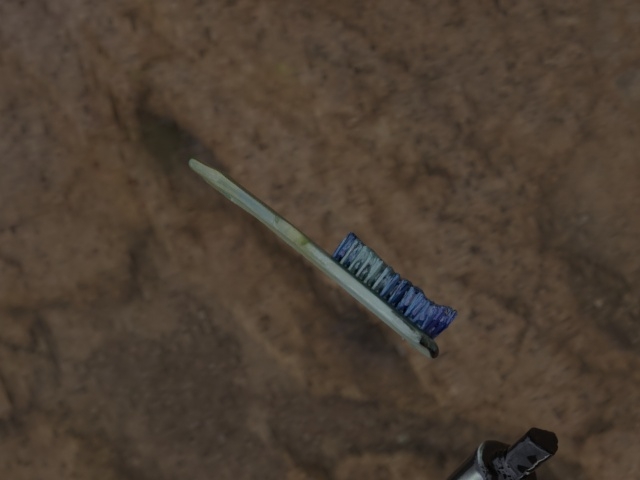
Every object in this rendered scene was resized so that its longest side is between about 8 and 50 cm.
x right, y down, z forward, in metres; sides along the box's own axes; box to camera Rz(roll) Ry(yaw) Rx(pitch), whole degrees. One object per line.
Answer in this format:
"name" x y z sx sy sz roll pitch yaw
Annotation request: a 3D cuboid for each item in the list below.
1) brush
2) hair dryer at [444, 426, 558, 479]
"brush" 0.000 0.000 0.937 0.178 0.033 0.030 38 93 27
"hair dryer" 0.018 0.247 1.066 0.155 0.320 0.284 17 137 -5
